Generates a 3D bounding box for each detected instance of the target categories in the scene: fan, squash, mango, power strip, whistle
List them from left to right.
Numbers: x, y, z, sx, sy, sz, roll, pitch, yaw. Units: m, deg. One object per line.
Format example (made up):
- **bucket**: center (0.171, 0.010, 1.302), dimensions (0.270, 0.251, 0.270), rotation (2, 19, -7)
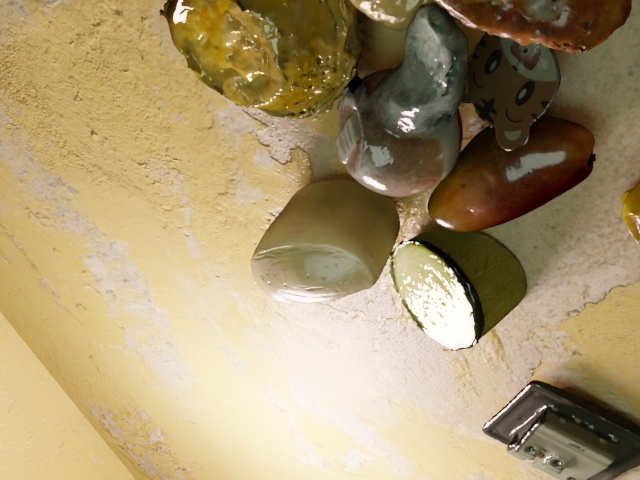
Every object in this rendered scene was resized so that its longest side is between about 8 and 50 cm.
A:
- **whistle**: center (0.129, -0.176, 0.915), dimensions (0.189, 0.189, 0.348), rotation (34, 155, 3)
- **squash**: center (0.221, 0.067, 1.186), dimensions (0.220, 0.133, 0.220), rotation (35, 147, 27)
- **mango**: center (0.256, -0.095, 0.973), dimensions (0.133, 0.111, 0.267), rotation (39, 139, -18)
- **fan**: center (0.257, -0.235, 0.865), dimensions (0.153, 0.008, 0.227), rotation (57, 134, 32)
- **power strip**: center (0.457, 0.388, 1.313), dimensions (0.256, 0.092, 0.251), rotation (27, 136, 6)

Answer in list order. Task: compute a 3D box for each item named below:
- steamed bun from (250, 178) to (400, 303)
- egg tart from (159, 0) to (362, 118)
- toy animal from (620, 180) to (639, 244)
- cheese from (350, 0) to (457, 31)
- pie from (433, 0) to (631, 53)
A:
- **steamed bun**: center (0.000, 0.000, 1.182), dimensions (0.250, 0.200, 0.155), rotation (-14, 118, 40)
- **egg tart**: center (-0.104, -0.300, 0.999), dimensions (0.345, 0.132, 0.345), rotation (27, 147, 19)
- **toy animal**: center (0.450, -0.074, 0.844), dimensions (0.156, 0.156, 0.230), rotation (19, 148, 21)
- **cheese**: center (0.117, -0.359, 0.820), dimensions (0.214, 0.117, 0.226), rotation (44, 136, -18)
- **pie**: center (0.207, -0.339, 0.704), dimensions (0.308, 0.085, 0.308), rotation (-1, 116, -2)
